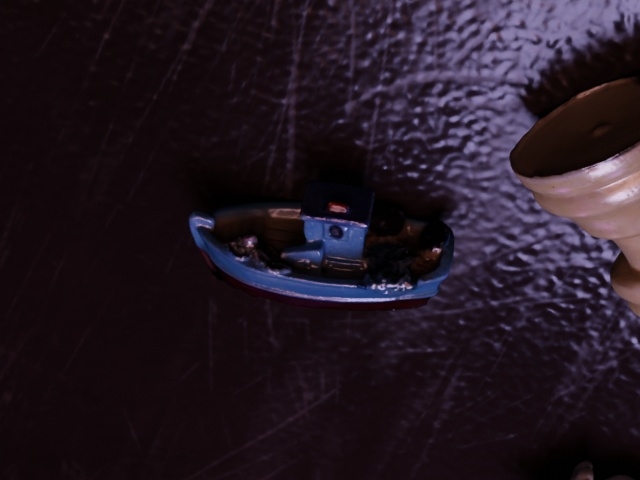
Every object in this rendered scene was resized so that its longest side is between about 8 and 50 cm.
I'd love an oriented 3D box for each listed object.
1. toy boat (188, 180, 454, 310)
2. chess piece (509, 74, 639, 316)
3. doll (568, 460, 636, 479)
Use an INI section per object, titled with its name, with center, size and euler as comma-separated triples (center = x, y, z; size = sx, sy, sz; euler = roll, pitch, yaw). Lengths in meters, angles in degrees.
[toy boat]
center = 0.000, 0.000, 1.628
size = 0.223, 0.100, 0.097
euler = 6, 133, 4
[chess piece]
center = 0.293, 0.019, 1.592
size = 0.138, 0.124, 0.307
euler = -38, 117, -4
[doll]
center = 0.311, 0.275, 1.747
size = 0.293, 0.119, 0.138
euler = 14, 81, 0
